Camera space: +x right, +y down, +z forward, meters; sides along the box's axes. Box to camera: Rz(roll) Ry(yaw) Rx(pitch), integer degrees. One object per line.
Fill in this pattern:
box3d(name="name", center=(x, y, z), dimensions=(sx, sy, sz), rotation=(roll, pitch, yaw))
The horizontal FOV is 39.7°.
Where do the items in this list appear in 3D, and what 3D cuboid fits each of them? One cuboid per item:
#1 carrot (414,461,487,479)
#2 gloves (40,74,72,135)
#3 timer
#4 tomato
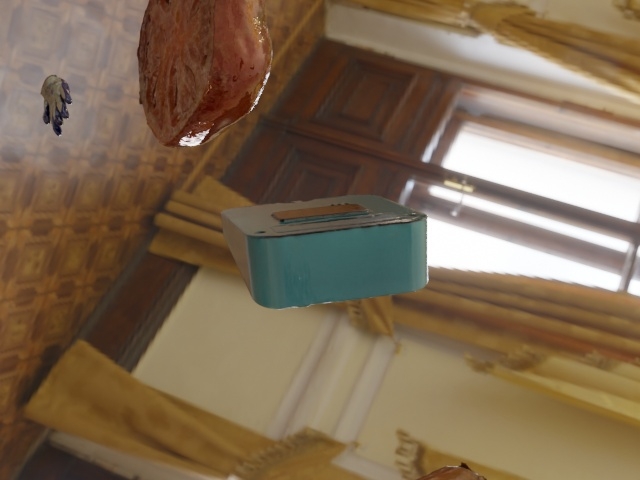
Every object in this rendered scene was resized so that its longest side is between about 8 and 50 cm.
box3d(name="carrot", center=(0.177, 0.503, 1.596), dimensions=(0.254, 0.196, 0.195), rotation=(-27, 139, -33))
box3d(name="gloves", center=(-0.362, -0.185, 1.216), dimensions=(0.026, 0.086, 0.064), rotation=(7, 129, -42))
box3d(name="timer", center=(0.000, 0.000, 1.157), dimensions=(0.250, 0.232, 0.091), rotation=(-137, -138, -70))
box3d(name="tomato", center=(-0.123, -0.218, 0.992), dimensions=(0.095, 0.237, 0.236), rotation=(2, 111, -32))
